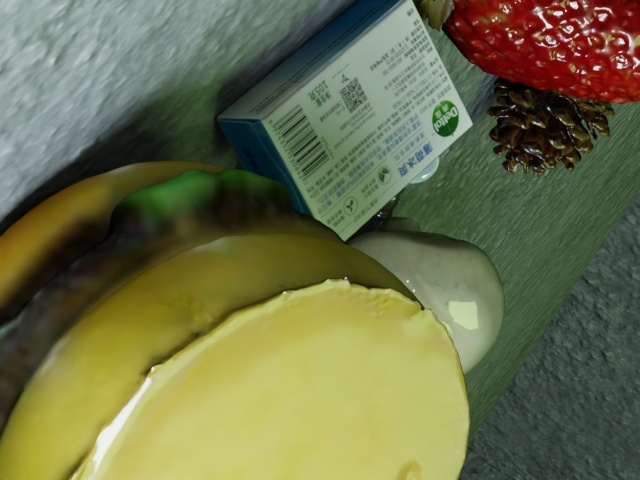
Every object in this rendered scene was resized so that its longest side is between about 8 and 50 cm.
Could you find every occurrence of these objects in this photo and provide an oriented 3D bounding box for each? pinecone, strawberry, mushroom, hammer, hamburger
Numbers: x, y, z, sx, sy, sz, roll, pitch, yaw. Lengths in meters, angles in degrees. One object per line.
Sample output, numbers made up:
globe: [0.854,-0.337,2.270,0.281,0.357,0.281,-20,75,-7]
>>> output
pinecone: [0.285,-0.157,1.910,0.173,0.173,0.173,-45,164,-17]
strawberry: [0.241,-0.225,1.458,0.205,0.244,0.205,-48,164,-18]
mushroom: [0.100,0.068,1.860,0.246,0.202,0.246,-5,147,-3]
hammer: [0.000,0.000,1.727,0.292,0.029,0.058,-32,154,-44]
hamburger: [-0.098,0.126,1.144,0.395,0.277,0.396,-19,125,-30]

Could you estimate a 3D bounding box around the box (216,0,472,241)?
box: [0.024,-0.104,1.319,0.194,0.073,0.139,-42,118,-27]

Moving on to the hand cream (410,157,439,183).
hand cream: [0.076,-0.117,1.484,0.076,0.047,0.174,-55,-155,20]

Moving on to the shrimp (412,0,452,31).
shrimp: [0.100,-0.270,1.299,0.150,0.068,0.249,-37,152,-21]
